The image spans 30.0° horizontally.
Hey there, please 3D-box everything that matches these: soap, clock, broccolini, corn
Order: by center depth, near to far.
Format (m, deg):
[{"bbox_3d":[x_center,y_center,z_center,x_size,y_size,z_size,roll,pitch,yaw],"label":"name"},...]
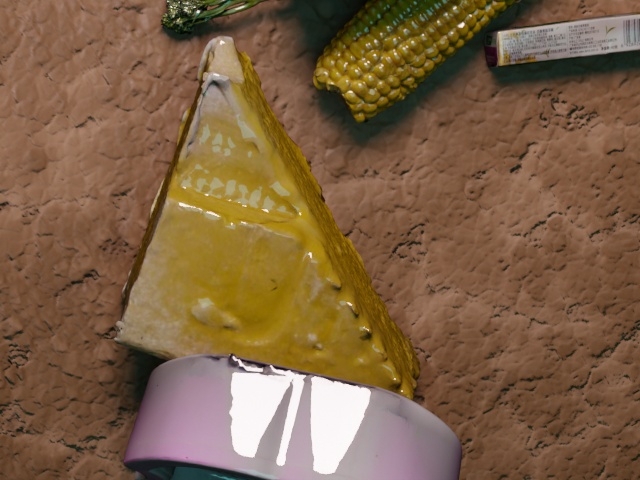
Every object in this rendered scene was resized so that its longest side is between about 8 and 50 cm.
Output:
[{"bbox_3d":[0.125,-0.245,1.171,0.318,0.115,0.115,-42,106,4],"label":"corn"},{"bbox_3d":[-0.024,0.214,1.175,0.339,0.338,0.102,18,69,-11],"label":"clock"},{"bbox_3d":[-0.063,-0.237,1.177,0.194,0.052,0.054,-8,109,-6],"label":"broccolini"},{"bbox_3d":[0.000,0.000,1.188,0.339,0.169,0.304,19,112,-12],"label":"soap"}]

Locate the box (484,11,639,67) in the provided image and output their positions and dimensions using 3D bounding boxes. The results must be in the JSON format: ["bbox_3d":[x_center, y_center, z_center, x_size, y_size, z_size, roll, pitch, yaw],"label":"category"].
[{"bbox_3d":[0.274,-0.209,1.227,0.207,0.050,0.041,-8,102,-5],"label":"box"}]
